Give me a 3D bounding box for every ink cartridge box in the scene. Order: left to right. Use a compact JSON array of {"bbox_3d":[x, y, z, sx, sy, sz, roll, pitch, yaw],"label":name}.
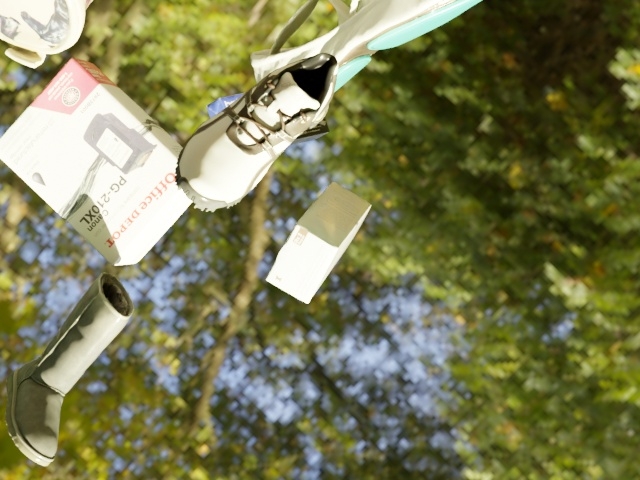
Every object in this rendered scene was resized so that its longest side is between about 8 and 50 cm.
[{"bbox_3d":[-0.296,-0.105,1.919,0.237,0.172,0.100,43,-173,5],"label":"ink cartridge box"},{"bbox_3d":[-0.085,-0.202,2.346,0.207,0.046,0.097,-16,-94,-41],"label":"ink cartridge box"}]

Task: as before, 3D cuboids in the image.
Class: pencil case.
[{"bbox_3d":[-0.285,-0.397,1.696,0.160,0.183,0.410,9,-131,17],"label":"pencil case"}]

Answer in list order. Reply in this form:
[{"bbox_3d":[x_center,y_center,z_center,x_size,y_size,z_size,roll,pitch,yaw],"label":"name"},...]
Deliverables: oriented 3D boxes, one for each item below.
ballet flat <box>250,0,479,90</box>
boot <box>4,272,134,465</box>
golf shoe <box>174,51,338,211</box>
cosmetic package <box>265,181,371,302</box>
[{"bbox_3d":[0.053,-0.299,1.912,0.139,0.400,0.139,34,-140,-35],"label":"ballet flat"},{"bbox_3d":[-0.319,0.165,1.825,0.076,0.208,0.189,38,-162,-42],"label":"boot"},{"bbox_3d":[-0.056,-0.108,1.268,0.077,0.094,0.198,42,-124,-1],"label":"golf shoe"},{"bbox_3d":[0.000,0.000,2.278,0.085,0.117,0.231,30,-154,2],"label":"cosmetic package"}]
